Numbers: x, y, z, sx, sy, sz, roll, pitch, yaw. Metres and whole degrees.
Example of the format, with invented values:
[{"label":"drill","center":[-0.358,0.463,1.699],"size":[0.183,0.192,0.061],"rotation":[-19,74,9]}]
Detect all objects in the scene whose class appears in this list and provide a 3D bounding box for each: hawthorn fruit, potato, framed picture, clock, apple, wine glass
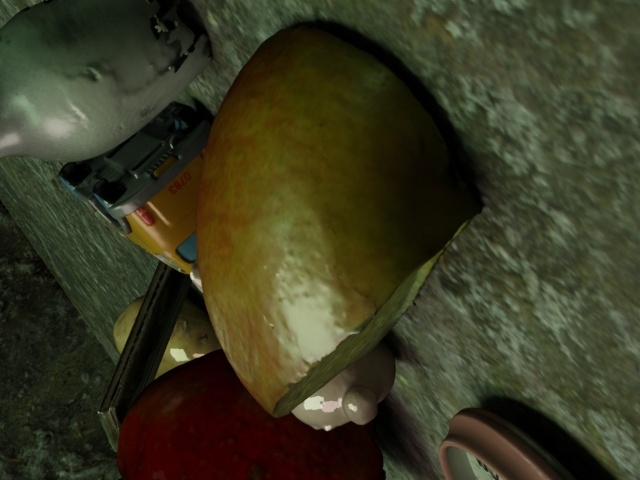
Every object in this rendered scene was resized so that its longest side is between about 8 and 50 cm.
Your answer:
[{"label":"hawthorn fruit","center":[-0.085,0.234,1.330],"size":[0.265,0.307,0.265],"rotation":[176,90,-89]},{"label":"potato","center":[-0.207,0.136,1.825],"size":[0.161,0.128,0.235],"rotation":[37,160,-3]},{"label":"framed picture","center":[-0.179,0.089,1.420],"size":[0.017,0.274,0.217],"rotation":[19,162,2]},{"label":"clock","center":[0.183,0.230,1.002],"size":[0.244,0.056,0.244],"rotation":[50,167,16]},{"label":"apple","center":[0.000,0.000,0.901],"size":[0.179,0.254,0.346],"rotation":[10,163,-3]},{"label":"wine glass","center":[-0.238,-0.093,1.020],"size":[0.143,0.321,0.143],"rotation":[42,161,18]}]

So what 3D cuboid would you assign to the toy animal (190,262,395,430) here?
[{"label":"toy animal","center":[-0.016,0.060,1.116],"size":[0.212,0.124,0.124],"rotation":[60,163,-23]}]

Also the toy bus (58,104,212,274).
[{"label":"toy bus","center":[-0.151,-0.050,1.238],"size":[0.136,0.126,0.209],"rotation":[51,167,-28]}]
